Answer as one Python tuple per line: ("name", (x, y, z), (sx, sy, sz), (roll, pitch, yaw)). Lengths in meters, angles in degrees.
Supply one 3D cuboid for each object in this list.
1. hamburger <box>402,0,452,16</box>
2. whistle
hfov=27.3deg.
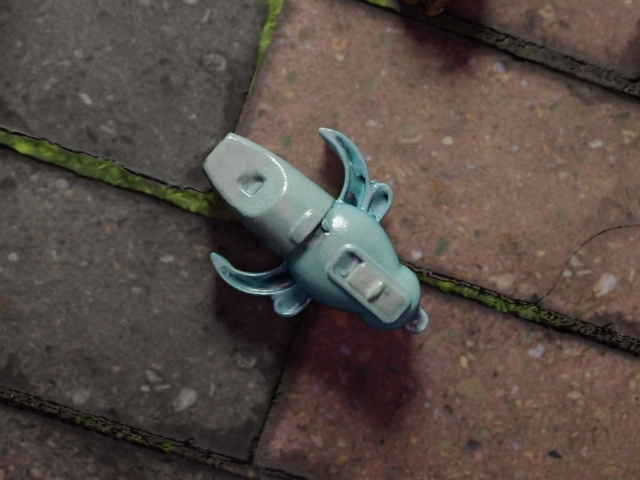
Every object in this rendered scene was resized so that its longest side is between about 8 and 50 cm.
("hamburger", (0.131, -0.298, 1.247), (0.087, 0.102, 0.176), (8, 99, -19))
("whistle", (0.000, 0.000, 1.293), (0.274, 0.093, 0.186), (41, 94, -7))
